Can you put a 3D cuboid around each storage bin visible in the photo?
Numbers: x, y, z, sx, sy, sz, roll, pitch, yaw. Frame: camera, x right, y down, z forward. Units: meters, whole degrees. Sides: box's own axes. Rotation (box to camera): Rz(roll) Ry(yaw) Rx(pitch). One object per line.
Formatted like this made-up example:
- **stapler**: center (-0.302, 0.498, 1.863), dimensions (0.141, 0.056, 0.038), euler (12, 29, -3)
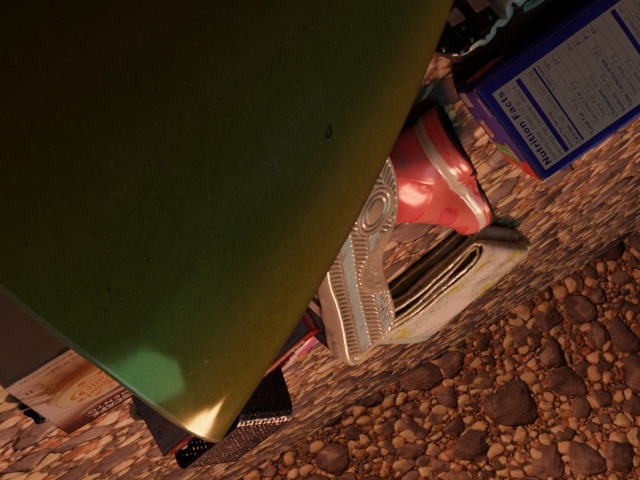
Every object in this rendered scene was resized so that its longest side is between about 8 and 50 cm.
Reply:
- **storage bin**: center (-0.127, 0.216, 1.240), dimensions (0.084, 0.122, 0.180), euler (2, 148, -38)

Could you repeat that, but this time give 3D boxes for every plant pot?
- **plant pot**: center (-0.065, -0.087, 0.539), dimensions (0.293, 0.275, 0.275), euler (-49, 165, -7)

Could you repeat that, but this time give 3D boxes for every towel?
- **towel**: center (0.257, 0.094, 1.896), dimensions (0.320, 0.090, 0.374), euler (-40, 163, 20)

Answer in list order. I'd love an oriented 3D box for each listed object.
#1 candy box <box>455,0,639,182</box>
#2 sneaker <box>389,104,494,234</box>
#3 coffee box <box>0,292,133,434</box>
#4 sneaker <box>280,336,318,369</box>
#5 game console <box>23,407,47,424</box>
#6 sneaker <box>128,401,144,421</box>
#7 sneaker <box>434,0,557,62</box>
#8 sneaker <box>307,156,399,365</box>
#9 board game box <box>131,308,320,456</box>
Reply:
- **candy box**: center (0.302, -0.204, 0.950), dimensions (0.317, 0.122, 0.268), euler (-35, -174, 10)
- **sneaker**: center (0.131, -0.071, 1.202), dimensions (0.136, 0.116, 0.314), euler (-26, 158, 9)
- **coffee box**: center (-0.240, 0.099, 0.935), dimensions (0.141, 0.098, 0.246), euler (-31, 163, -11)
- **sneaker**: center (-0.025, 0.122, 1.405), dimensions (0.252, 0.103, 0.111), euler (-39, 161, 19)
- **game console**: center (-0.307, 0.172, 1.154), dimensions (0.122, 0.071, 0.107), euler (-21, 129, -28)
- **sneaker**: center (-0.215, 0.211, 1.355), dimensions (0.086, 0.064, 0.192), euler (-24, 165, -46)
- **sneaker**: center (0.194, -0.242, 0.863), dimensions (0.234, 0.078, 0.106), euler (-35, 170, 8)
- **sneaker**: center (0.000, 0.000, 1.104), dimensions (0.131, 0.148, 0.350), euler (-36, 143, -30)
- **board game box**: center (-0.136, 0.131, 1.145), dimensions (0.281, 0.145, 0.027), euler (-42, 162, 26)
